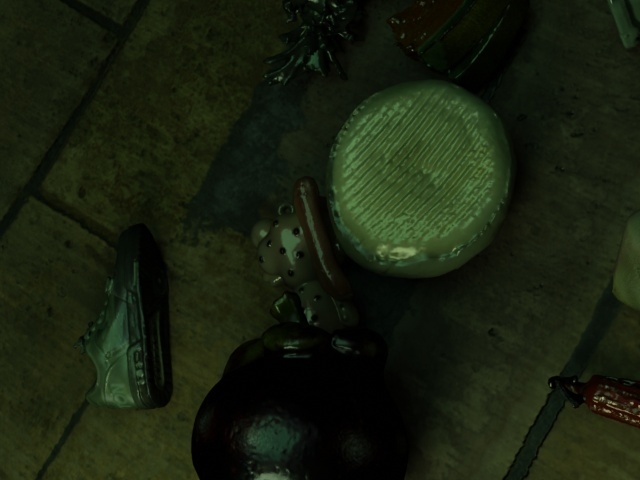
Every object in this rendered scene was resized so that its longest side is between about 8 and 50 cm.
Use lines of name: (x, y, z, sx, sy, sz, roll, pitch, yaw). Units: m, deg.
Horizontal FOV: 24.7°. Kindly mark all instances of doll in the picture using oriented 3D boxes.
doll: (-0.017, 0.075, 2.115, 0.154, 0.119, 0.278, -12, 77, 25)

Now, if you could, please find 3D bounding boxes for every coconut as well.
coconut: (0.451, 0.026, 1.837, 0.183, 0.171, 0.171, -34, 61, 11)

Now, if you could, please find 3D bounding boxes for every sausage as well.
sausage: (0.000, 0.000, 2.048, 0.043, 0.043, 0.186, -21, 82, 21)

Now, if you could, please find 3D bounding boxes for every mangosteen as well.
mangosteen: (-0.011, 0.257, 1.940, 0.297, 0.297, 0.313, 36, 82, 33)

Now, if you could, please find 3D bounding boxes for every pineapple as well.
pineapple: (0.013, -0.383, 2.223, 0.169, 0.169, 0.340, 21, 87, 32)

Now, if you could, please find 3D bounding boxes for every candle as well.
candle: (0.429, 0.209, 1.852, 0.302, 0.059, 0.084, 13, 68, 29)

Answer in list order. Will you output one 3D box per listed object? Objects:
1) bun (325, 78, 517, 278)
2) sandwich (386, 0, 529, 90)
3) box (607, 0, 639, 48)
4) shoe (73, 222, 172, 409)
bun: (0.145, -0.083, 2.055, 0.287, 0.146, 0.287, -3, 79, 14)
sandwich: (0.205, -0.324, 2.135, 0.185, 0.109, 0.160, -50, 38, 7)
box: (0.457, -0.442, 2.000, 0.182, 0.175, 0.312, -15, 66, 14)
shoe: (-0.316, 0.124, 2.250, 0.149, 0.109, 0.293, -13, 72, 18)
